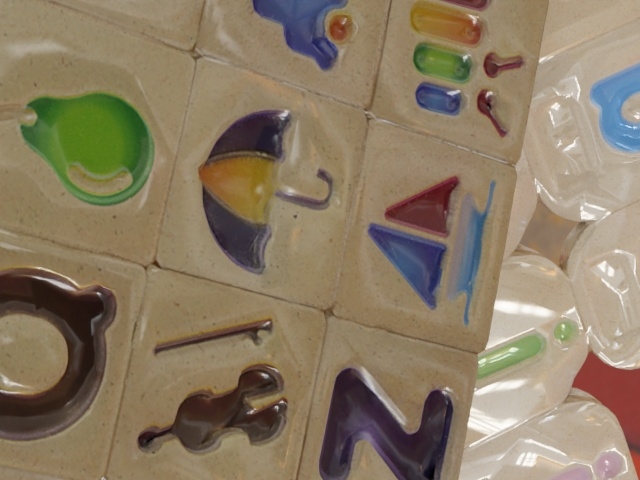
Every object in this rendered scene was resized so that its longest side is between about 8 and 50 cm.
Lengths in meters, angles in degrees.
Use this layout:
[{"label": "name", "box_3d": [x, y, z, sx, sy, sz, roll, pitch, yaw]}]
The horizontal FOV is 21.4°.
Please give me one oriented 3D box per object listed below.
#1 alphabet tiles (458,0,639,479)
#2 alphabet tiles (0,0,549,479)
[{"label": "alphabet tiles", "box_3d": [0.000, 0.000, 0.535, 0.278, 0.284, 0.021, -25, 20, -7]}, {"label": "alphabet tiles", "box_3d": [-0.087, -0.034, 0.411, 0.011, 0.342, 0.285, 0, 77, 56]}]
